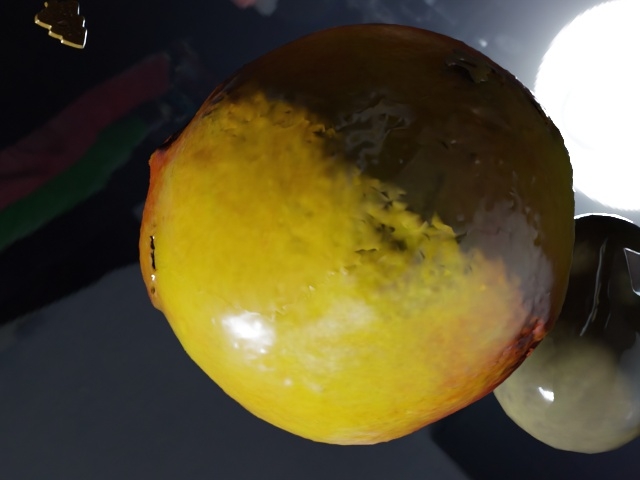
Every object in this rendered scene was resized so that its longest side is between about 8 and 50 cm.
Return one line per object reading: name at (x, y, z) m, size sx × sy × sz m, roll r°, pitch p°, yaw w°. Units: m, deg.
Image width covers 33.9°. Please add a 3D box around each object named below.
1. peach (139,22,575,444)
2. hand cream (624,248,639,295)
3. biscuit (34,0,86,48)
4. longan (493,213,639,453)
peach at (0.024, -0.003, 0.879) m, size 0.372 × 0.372 × 0.290 m, roll -54°, pitch 14°, yaw 33°
hand cream at (0.366, 0.060, 1.004) m, size 0.043 × 0.170 × 0.065 m, roll -57°, pitch 14°, yaw 34°
biscuit at (-0.401, -0.341, 1.656) m, size 0.082 × 0.092 × 0.016 m, roll -40°, pitch 4°, yaw -38°
longan at (0.451, 0.160, 1.784) m, size 0.404 × 0.336 × 0.404 m, roll -166°, pitch 90°, yaw -89°
